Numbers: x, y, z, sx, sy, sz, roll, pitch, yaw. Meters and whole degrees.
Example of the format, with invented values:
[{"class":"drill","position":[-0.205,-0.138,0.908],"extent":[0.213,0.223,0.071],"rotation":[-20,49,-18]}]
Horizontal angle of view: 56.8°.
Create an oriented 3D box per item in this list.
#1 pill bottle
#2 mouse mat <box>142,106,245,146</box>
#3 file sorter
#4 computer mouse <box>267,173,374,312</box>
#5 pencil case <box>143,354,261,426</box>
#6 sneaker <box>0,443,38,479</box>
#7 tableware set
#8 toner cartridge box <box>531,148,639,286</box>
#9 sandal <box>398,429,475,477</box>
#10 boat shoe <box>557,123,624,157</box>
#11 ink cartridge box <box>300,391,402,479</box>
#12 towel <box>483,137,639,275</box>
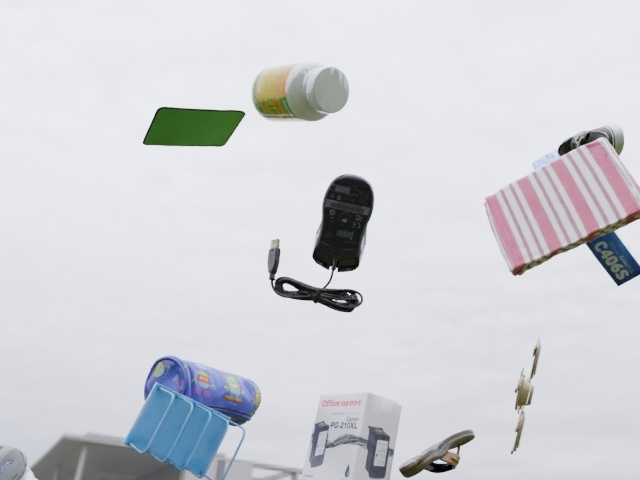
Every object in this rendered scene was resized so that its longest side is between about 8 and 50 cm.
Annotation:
[{"class":"pill bottle","position":[-0.047,-0.348,1.389],"extent":[0.136,0.136,0.246],"rotation":[29,-9,-37]},{"class":"mouse mat","position":[-0.267,-0.237,1.249],"extent":[0.190,0.007,0.153],"rotation":[-5,-18,-32]},{"class":"file sorter","position":[-0.240,0.354,1.072],"extent":[0.170,0.118,0.104],"rotation":[35,-20,-27]},{"class":"computer mouse","position":[0.000,0.000,1.111],"extent":[0.184,0.261,0.060],"rotation":[7,-13,4]},{"class":"pencil case","position":[-0.260,0.351,1.343],"extent":[0.119,0.133,0.306],"rotation":[-44,-36,7]},{"class":"sneaker","position":[-0.368,0.315,0.557],"extent":[0.297,0.111,0.129],"rotation":[-29,-67,12]},{"class":"tableware set","position":[0.329,0.248,0.953],"extent":[0.020,0.141,0.168],"rotation":[12,-56,26]},{"class":"toner cartridge box","position":[0.677,-0.062,1.508],"extent":[0.075,0.165,0.348],"rotation":[-36,-79,23]},{"class":"sandal","position":[0.243,0.441,1.193],"extent":[0.219,0.060,0.090],"rotation":[-4,-31,-50]},{"class":"boat shoe","position":[0.613,-0.214,1.352],"extent":[0.070,0.077,0.219],"rotation":[-8,0,-1]},{"class":"ink cartridge box","position":[0.058,0.435,1.201],"extent":[0.100,0.237,0.172],"rotation":[29,-30,-27]},{"class":"towel","position":[0.337,-0.048,0.832],"extent":[0.197,0.144,0.029],"rotation":[-29,-42,24]}]
